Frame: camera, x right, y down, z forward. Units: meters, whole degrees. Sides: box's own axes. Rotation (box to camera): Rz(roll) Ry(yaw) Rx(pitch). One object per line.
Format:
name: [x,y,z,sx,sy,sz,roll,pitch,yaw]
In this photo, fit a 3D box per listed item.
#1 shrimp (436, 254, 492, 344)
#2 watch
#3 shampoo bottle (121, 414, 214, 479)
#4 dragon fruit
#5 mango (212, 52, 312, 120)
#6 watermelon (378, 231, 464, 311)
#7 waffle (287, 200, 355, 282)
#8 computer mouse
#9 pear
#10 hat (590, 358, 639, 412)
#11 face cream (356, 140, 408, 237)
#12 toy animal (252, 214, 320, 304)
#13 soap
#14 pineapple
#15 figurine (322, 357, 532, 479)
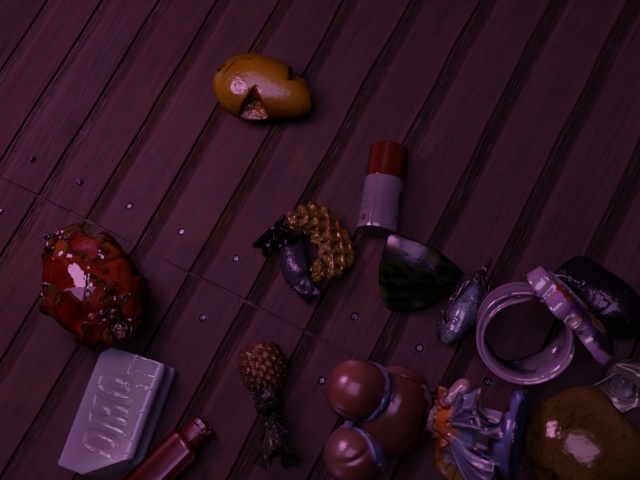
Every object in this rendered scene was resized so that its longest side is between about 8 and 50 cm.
shrimp: [0.334,0.133,1.704,0.090,0.079,0.232,35,78,-17]
watch: [0.451,0.201,1.583,0.231,0.196,0.244,-44,90,13]
shampoo bottle: [-0.353,0.507,1.720,0.260,0.064,0.102,-43,40,-10]
dragon fruit: [-0.545,0.113,1.813,0.315,0.250,0.250,40,84,2]
mango: [-0.145,-0.382,1.935,0.262,0.130,0.167,8,77,9]
watermelon: [0.202,0.088,1.715,0.193,0.137,0.145,30,79,-4]
waffle: [0.002,-0.001,1.781,0.149,0.051,0.194,-32,88,-38]
computer mouse: [0.603,0.126,1.648,0.217,0.073,0.122,36,83,21]
pear: [0.520,0.413,1.512,0.211,0.188,0.228,-36,66,-6]
hat: [0.634,0.310,1.594,0.166,0.081,0.122,-31,108,16]
face cream: [0.149,-0.120,1.807,0.096,0.096,0.214,6,74,14]
toy animal: [-0.059,0.049,1.820,0.117,0.121,0.210,-29,84,-44]
soap: [-0.470,0.406,1.771,0.173,0.095,0.289,15,77,16]
pineapple: [-0.120,0.371,1.701,0.130,0.119,0.277,-28,63,34]
figurine: [0.213,0.383,1.567,0.388,0.248,0.276,9,106,23]
